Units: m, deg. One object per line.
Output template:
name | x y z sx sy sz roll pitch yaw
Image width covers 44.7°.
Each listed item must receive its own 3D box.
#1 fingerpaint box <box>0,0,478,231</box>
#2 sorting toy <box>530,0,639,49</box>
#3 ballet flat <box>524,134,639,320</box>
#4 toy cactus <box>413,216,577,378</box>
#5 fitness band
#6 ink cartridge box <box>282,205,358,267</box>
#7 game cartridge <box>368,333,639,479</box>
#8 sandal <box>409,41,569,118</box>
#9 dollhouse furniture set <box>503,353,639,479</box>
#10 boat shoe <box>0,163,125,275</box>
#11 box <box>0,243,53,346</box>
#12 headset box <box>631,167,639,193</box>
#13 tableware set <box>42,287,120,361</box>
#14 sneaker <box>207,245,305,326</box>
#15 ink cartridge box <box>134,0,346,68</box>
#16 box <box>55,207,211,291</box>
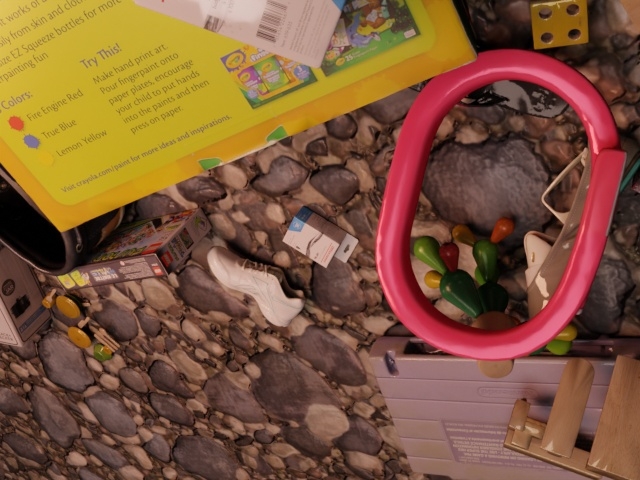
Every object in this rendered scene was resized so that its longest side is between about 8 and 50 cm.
fingerpaint box | -0.143 -0.255 0.671 0.445 0.163 0.371 -20 123 21
sorting toy | 0.277 -0.249 0.611 0.274 0.046 0.132 -23 128 35
ballet flat | 0.242 -0.010 0.773 0.068 0.072 0.213 29 102 17
toy cactus | 0.195 0.074 0.835 0.112 0.180 0.219 -38 108 27
fitness band | 0.163 -0.032 0.730 0.209 0.054 0.290 17 102 21
ink cartridge box | 0.000 0.000 0.980 0.083 0.028 0.048 31 133 4
game cartridge | 0.257 0.221 0.991 0.355 0.068 0.230 -4 126 30
sandal | 0.156 -0.158 0.765 0.179 0.040 0.067 17 131 16
dollhouse furniture set | 0.299 0.197 0.894 0.144 0.123 0.151 17 165 17
boat shoe | -0.447 -0.141 0.952 0.187 0.156 0.500 -16 130 32
box | -0.574 0.029 1.276 0.169 0.087 0.290 4 126 26
headset box | 0.343 -0.066 0.740 0.062 0.032 0.083 30 131 5
tableware set | -0.403 0.141 1.315 0.154 0.024 0.104 42 136 -8
sneaker | -0.084 0.050 1.055 0.152 0.053 0.061 38 124 -11
ink cartridge box | -0.066 -0.207 0.555 0.180 0.060 0.104 19 126 -8
box | -0.261 0.014 1.075 0.207 0.114 0.036 -10 119 33
